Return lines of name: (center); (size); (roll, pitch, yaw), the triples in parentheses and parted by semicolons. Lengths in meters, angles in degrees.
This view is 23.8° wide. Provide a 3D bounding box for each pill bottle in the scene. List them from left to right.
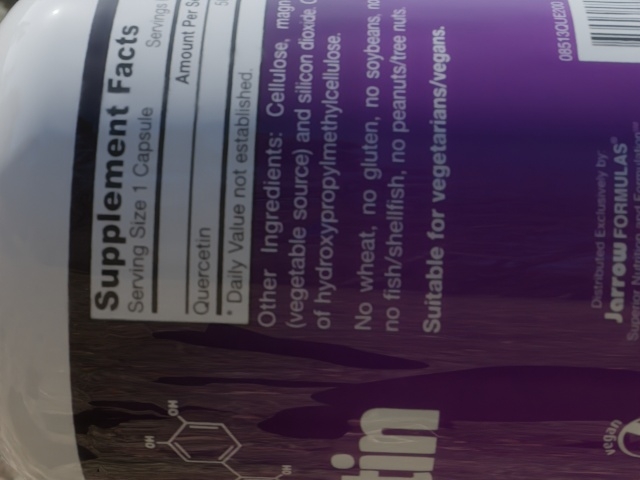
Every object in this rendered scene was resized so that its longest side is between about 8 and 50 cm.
pill bottle: (0.000, 0.000, 0.524); (0.323, 0.181, 0.181); (1, 30, 1)
